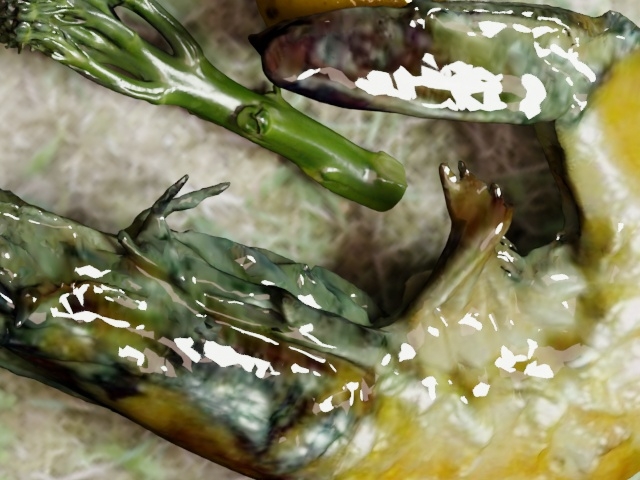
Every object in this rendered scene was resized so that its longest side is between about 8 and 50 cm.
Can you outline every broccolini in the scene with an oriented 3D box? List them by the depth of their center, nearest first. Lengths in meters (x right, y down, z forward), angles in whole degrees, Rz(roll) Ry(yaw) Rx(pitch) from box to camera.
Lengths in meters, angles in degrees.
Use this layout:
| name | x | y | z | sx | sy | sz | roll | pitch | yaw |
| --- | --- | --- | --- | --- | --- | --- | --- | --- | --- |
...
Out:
| name | x | y | z | sx | sy | sz | roll | pitch | yaw |
| --- | --- | --- | --- | --- | --- | --- | --- | --- | --- |
| broccolini | -0.049 | -0.076 | 0.837 | 0.216 | 0.058 | 0.067 | 23 | 136 | -28 |

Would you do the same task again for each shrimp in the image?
| name | x | y | z | sx | sy | sz | roll | pitch | yaw |
| --- | --- | --- | --- | --- | --- | --- | --- | --- | --- |
| shrimp | 0.000 | 0.000 | 0.819 | 0.445 | 0.085 | 0.272 | 14 | 118 | -22 |

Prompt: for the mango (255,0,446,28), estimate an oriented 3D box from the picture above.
| name | x | y | z | sx | sy | sz | roll | pitch | yaw |
| --- | --- | --- | --- | --- | --- | --- | --- | --- | --- |
| mango | 0.010 | -0.114 | 0.827 | 0.079 | 0.057 | 0.114 | -26 | 110 | 2 |
